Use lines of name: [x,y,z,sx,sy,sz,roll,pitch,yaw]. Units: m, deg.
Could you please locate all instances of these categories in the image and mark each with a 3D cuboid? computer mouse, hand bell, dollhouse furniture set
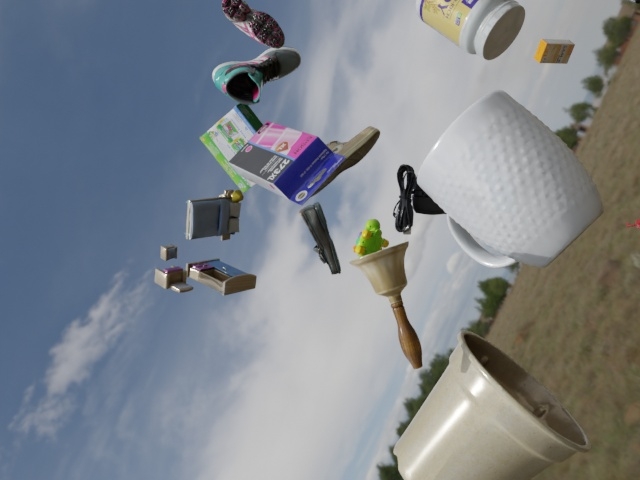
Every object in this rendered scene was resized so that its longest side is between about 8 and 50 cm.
computer mouse: [0.319,-0.120,1.605,0.272,0.072,0.189,-9,-75,-39]
hand bell: [0.156,0.135,1.143,0.126,0.126,0.242,-6,-104,-70]
dollhouse furniture set: [-0.341,-0.001,1.828,0.286,0.198,0.304,-10,-68,-50]

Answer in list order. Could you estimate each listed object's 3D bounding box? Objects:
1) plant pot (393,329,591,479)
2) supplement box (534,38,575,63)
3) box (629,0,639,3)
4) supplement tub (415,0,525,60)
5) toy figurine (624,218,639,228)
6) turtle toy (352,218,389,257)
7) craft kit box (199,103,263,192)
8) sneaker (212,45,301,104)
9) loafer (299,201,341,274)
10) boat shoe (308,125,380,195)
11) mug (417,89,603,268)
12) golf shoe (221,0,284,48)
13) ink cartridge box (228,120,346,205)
plant pot: [0.334,0.418,1.236,0.305,0.333,0.334,-53,-15,13]
supplement box: [0.693,-0.561,1.715,0.036,0.098,0.062,-110,21,-46]
box: [0.702,-0.607,1.328,0.216,0.270,0.060,-7,-51,-25]
supplement tub: [0.529,-0.817,2.055,0.241,0.331,0.241,-33,-28,-20]
toy figurine: [0.956,-0.098,1.395,0.363,0.217,0.191,-55,18,-2]
turtle toy: [0.138,0.001,1.622,0.095,0.066,0.130,26,-98,-32]
craft kit box: [-0.262,-0.313,1.979,0.246,0.250,0.061,-26,17,43]
sneaker: [-0.189,-0.521,1.831,0.295,0.178,0.124,-18,-49,-5]
loafer: [0.000,0.000,2.057,0.096,0.084,0.268,-80,-28,-84]
boat shoe: [0.046,-0.258,1.766,0.302,0.098,0.109,-39,-13,11]
mug: [0.409,-0.086,1.286,0.276,0.328,0.374,-32,-21,-32]
golf shoe: [-0.165,-0.555,1.487,0.067,0.186,0.086,-52,-1,2]
ink cartridge box: [-0.102,-0.218,1.568,0.176,0.371,0.069,-48,-51,-10]
